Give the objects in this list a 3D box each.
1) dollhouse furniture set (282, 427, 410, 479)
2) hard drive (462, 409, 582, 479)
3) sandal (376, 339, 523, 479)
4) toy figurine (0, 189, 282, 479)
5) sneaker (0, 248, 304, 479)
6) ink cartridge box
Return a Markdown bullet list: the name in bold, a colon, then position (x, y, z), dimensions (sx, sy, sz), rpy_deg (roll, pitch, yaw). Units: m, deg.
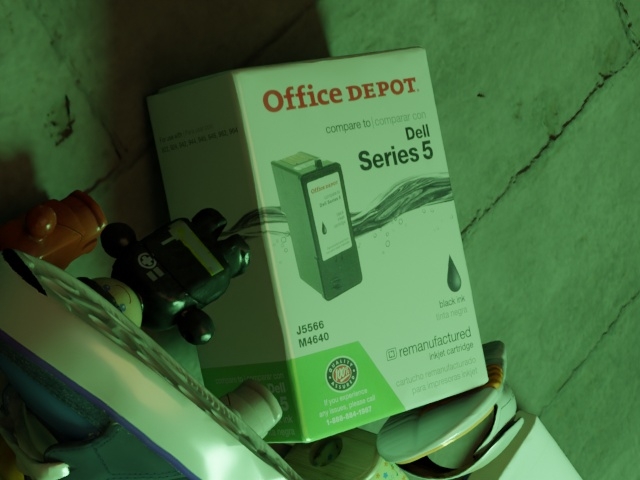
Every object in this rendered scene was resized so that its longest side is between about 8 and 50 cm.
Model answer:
- **dollhouse furniture set**: position (-0.011, 0.223, 1.290), dimensions (0.161, 0.101, 0.182), rpy_deg (-53, 128, -22)
- **hard drive**: position (0.213, 0.343, 1.554), dimensions (0.210, 0.040, 0.319), rpy_deg (-53, 127, -22)
- **sandal**: position (0.125, 0.149, 1.328), dimensions (0.076, 0.102, 0.265), rpy_deg (66, 19, -4)
- **toy figurine**: position (-0.148, 0.082, 1.069), dimensions (0.148, 0.213, 0.209), rpy_deg (-34, 123, -43)
- **sneaker**: position (-0.143, 0.180, 0.917), dimensions (0.236, 0.130, 0.323), rpy_deg (-46, 127, -2)
- **ink cartridge box**: position (0.000, 0.000, 1.214), dimensions (0.198, 0.115, 0.273), rpy_deg (-13, 93, -40)
